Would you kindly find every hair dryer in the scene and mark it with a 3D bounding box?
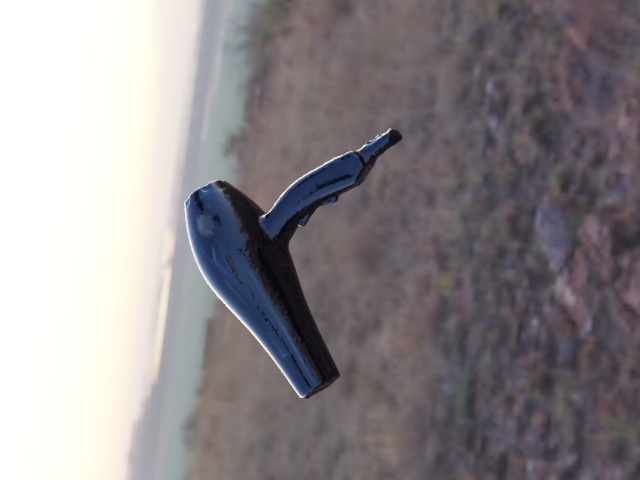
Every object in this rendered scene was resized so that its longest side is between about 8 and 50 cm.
[{"bbox_3d":[0.000,0.000,0.502,0.083,0.079,0.031,-39,-14,24],"label":"hair dryer"}]
